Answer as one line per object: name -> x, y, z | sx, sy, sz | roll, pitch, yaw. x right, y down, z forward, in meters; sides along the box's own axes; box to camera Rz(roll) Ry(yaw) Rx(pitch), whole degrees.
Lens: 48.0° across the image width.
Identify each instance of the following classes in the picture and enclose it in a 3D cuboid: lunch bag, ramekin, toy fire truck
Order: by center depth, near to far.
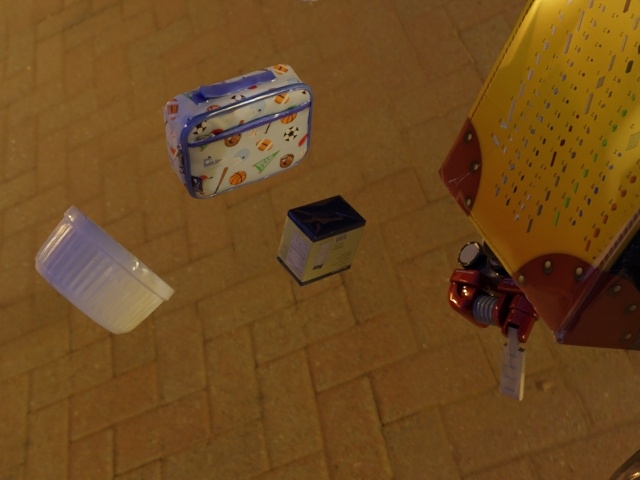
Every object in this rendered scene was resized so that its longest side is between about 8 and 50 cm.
ramekin -> -0.338, 0.052, 1.108 | 0.207, 0.207, 0.109 | 32, 77, 38
toy fire truck -> 0.339, 0.148, 1.352 | 0.217, 0.158, 0.246 | 5, 63, 57
lunch bag -> -0.162, -0.217, 1.424 | 0.304, 0.243, 0.115 | -24, 59, -23

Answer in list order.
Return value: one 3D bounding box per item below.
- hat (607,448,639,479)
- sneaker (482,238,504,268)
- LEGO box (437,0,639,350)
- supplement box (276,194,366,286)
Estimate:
hat -> 0.218, 0.155, 0.321 | 0.134, 0.331, 0.331 | -29, 51, 18
sneaker -> 0.282, -0.001, 0.789 | 0.107, 0.283, 0.124 | -17, 51, 37
LEGO box -> 0.364, -0.164, 0.447 | 0.193, 0.373, 0.500 | -113, 39, -48
supplement box -> 0.000, 0.000, 0.893 | 0.083, 0.083, 0.056 | -18, 51, -34
